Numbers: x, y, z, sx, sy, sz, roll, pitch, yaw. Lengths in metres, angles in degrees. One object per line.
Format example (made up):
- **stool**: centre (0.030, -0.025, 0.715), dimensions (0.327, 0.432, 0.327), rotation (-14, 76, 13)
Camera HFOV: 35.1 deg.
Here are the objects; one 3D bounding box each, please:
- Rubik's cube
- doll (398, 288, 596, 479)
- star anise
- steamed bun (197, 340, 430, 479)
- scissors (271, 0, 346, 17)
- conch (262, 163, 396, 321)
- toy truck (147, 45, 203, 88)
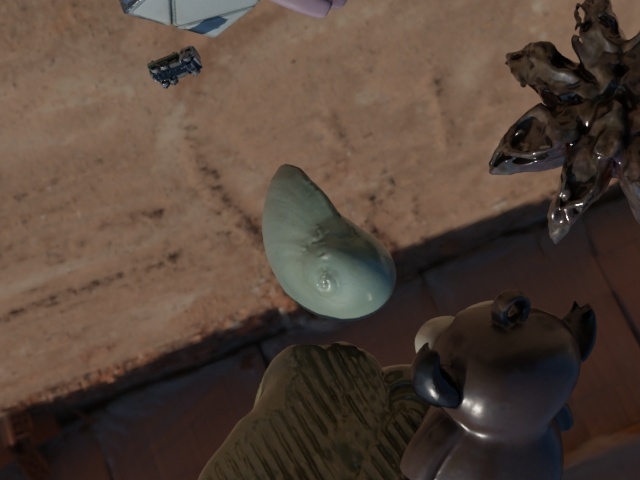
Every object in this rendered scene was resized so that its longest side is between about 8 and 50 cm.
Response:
- **Rubik's cube**: centre (-0.183, -0.448, 1.481), dimensions (0.205, 0.205, 0.207), rotation (-30, 161, 29)
- **doll**: centre (0.144, 0.153, 0.844), dimensions (0.182, 0.117, 0.257), rotation (-15, 116, -29)
- **star anise**: centre (0.338, -0.142, 1.120), dimensions (0.331, 0.332, 0.117), rotation (-29, 160, 18)
- **steamed bun**: centre (0.042, 0.303, 1.220), dimensions (0.324, 0.309, 0.219), rotation (-61, 160, -23)
- **scissors**: centre (-0.083, -0.130, 0.376), dimensions (0.212, 0.110, 0.021), rotation (8, 120, -39)
- **conch**: centre (-0.004, 0.003, 1.208), dimensions (0.121, 0.221, 0.185), rotation (-22, 131, -25)
- **toy truck**: centre (-0.220, -0.265, 1.530), dimensions (0.083, 0.044, 0.039), rotation (-19, 137, 13)
